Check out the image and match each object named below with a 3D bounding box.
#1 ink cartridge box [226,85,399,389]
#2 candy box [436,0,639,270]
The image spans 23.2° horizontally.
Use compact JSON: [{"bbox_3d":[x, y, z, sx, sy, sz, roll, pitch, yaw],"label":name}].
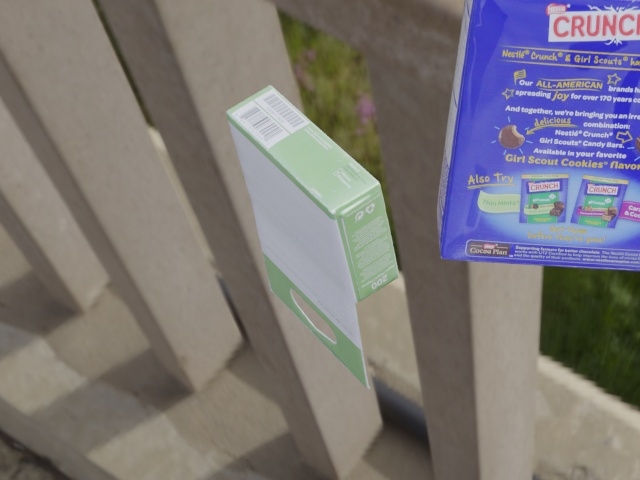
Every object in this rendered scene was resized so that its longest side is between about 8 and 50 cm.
[{"bbox_3d":[0.000,0.000,1.380,0.056,0.235,0.171,-32,49,-16],"label":"ink cartridge box"},{"bbox_3d":[0.271,-0.133,1.646,0.268,0.317,0.122,4,32,-3],"label":"candy box"}]
